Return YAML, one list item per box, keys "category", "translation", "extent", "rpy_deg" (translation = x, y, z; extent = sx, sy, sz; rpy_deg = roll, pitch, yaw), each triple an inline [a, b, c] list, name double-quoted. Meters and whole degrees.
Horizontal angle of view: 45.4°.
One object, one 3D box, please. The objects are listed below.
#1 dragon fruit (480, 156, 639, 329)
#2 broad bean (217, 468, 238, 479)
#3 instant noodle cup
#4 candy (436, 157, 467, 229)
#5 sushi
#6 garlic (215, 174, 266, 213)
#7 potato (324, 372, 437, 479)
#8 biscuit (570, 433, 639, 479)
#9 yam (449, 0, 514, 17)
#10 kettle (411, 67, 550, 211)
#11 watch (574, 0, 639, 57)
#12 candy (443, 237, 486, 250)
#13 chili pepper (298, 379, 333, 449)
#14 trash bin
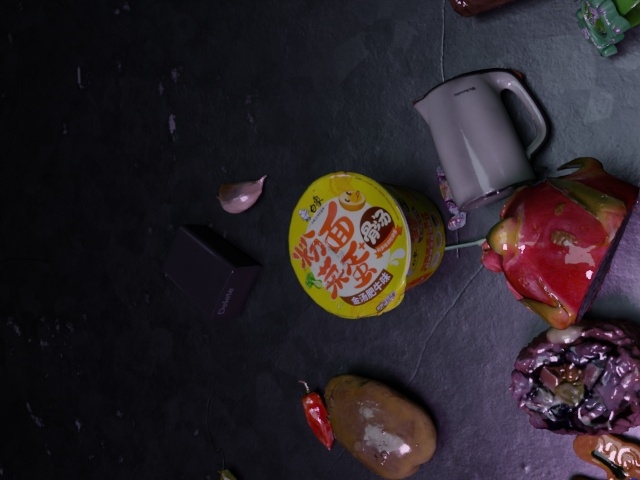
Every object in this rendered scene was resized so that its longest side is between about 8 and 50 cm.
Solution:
- category: "dragon fruit"
  translation: [0.423, -0.006, 1.399]
  extent: [0.225, 0.305, 0.306]
  rpy_deg: [28, 109, 24]
- category: "broad bean"
  translation: [-0.208, 0.725, 2.030]
  extent: [0.052, 0.053, 0.256]
  rpy_deg: [-24, 79, -6]
- category: "instant noodle cup"
  translation: [0.117, 0.004, 1.638]
  extent: [0.311, 0.221, 0.312]
  rpy_deg: [5, 97, 37]
- category: "candy"
  translation: [0.277, -0.110, 1.635]
  extent: [0.045, 0.043, 0.175]
  rpy_deg: [-13, 86, 24]
- category: "sushi"
  translation: [0.494, 0.254, 1.450]
  extent: [0.270, 0.170, 0.237]
  rpy_deg: [-12, 88, 38]
- category: "garlic"
  translation: [-0.205, -0.113, 1.940]
  extent: [0.152, 0.066, 0.084]
  rpy_deg: [-7, 89, 36]
- category: "potato"
  translation: [0.122, 0.415, 1.731]
  extent: [0.296, 0.141, 0.192]
  rpy_deg: [33, 109, 29]
- category: "biscuit"
  translation: [0.635, 0.488, 1.452]
  extent: [0.333, 0.047, 0.202]
  rpy_deg: [16, 103, 31]
- category: "yam"
  translation: [0.378, -0.529, 1.480]
  extent: [0.279, 0.131, 0.131]
  rpy_deg: [-15, 86, 38]
- category: "kettle"
  translation: [0.336, -0.212, 1.534]
  extent: [0.240, 0.165, 0.255]
  rpy_deg: [-20, 78, 4]
- category: "watch"
  translation: [0.551, -0.436, 1.382]
  extent: [0.152, 0.165, 0.131]
  rpy_deg: [-31, 75, 6]
- category: "candy"
  translation: [0.335, 0.004, 1.609]
  extent: [0.193, 0.058, 0.062]
  rpy_deg: [-11, 61, 42]
- category: "chili pepper"
  translation: [-0.006, 0.424, 1.869]
  extent: [0.059, 0.050, 0.191]
  rpy_deg: [-17, 97, 30]
- category: "trash bin"
  translation: [-0.291, 0.077, 1.989]
  extent: [0.225, 0.115, 0.165]
  rpy_deg: [36, 112, 28]
